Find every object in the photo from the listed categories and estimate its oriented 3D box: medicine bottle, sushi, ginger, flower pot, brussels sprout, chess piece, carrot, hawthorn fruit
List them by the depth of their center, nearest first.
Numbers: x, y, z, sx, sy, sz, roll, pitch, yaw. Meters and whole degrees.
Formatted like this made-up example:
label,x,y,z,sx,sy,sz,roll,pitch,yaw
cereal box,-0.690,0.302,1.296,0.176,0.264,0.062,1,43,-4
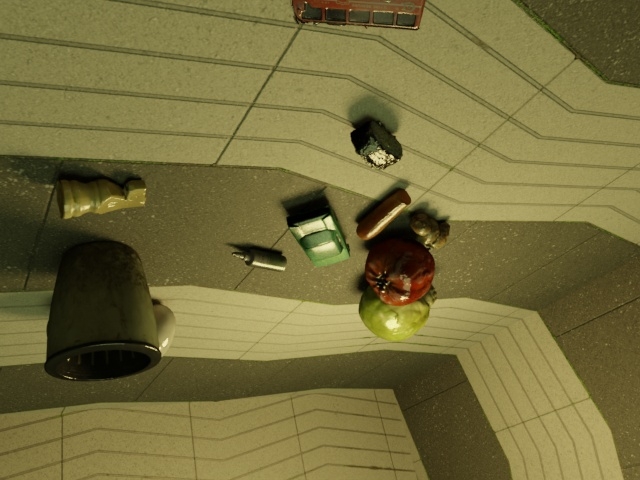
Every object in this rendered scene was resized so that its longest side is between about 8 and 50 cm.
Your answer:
label,x,y,z,sx,sy,sz,roll,pitch,yaw
chess piece,-0.514,-0.105,1.351,0.200,0.090,0.090,-8,154,-34
sushi,0.136,-0.229,1.387,0.078,0.091,0.150,-25,153,29
flower pot,-0.606,0.192,1.578,0.293,0.331,0.294,-11,154,-5
carrot,0.183,-0.072,1.727,0.067,0.067,0.225,8,144,-35
medicine bottle,-0.198,0.058,1.804,0.199,0.058,0.057,15,141,-41
ginger,0.353,-0.034,1.857,0.104,0.080,0.204,-51,142,14
hawthorn fruit,0.294,0.089,1.938,0.271,0.242,0.242,-24,162,-35
brussels sprout,0.289,0.255,2.217,0.316,0.243,0.274,1,125,-34

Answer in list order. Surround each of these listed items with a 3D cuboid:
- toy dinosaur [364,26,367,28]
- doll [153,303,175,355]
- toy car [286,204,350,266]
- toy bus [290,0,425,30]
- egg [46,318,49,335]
label,x,y,z,sx,sy,sz,roll,pitch,yaw
toy dinosaur,0.106,-0.444,1.017,0.055,0.049,0.154,2,147,-9
doll,-0.620,0.304,1.936,0.221,0.221,0.251,17,114,-44
toy car,0.000,0.000,1.739,0.141,0.097,0.321,-17,152,7
toy bus,0.061,-0.414,0.969,0.234,0.074,0.096,4,143,3
egg,-0.775,0.287,1.845,0.176,0.177,0.228,-21,162,14
